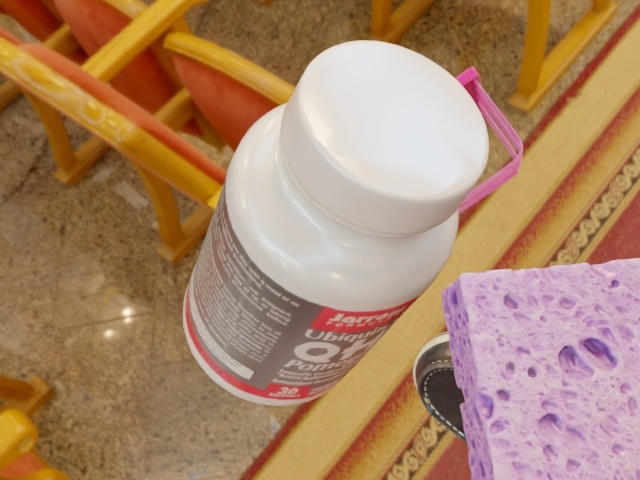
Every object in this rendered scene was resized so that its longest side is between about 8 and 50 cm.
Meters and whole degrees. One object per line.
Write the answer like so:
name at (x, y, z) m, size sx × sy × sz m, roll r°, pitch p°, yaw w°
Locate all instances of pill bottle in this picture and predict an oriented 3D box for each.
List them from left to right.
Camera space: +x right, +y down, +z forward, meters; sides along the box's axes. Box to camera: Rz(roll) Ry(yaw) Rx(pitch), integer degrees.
pill bottle at (0.000, 0.000, 0.598) m, size 0.176 × 0.318 × 0.176 m, roll 9°, pitch 57°, yaw -15°

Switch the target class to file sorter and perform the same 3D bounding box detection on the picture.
file sorter at (0.253, -0.161, 1.397) m, size 0.202 × 0.291 × 0.182 m, roll -35°, pitch 82°, yaw 11°

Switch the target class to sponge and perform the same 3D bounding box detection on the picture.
sponge at (0.126, 0.114, 0.325) m, size 0.117 × 0.031 × 0.210 m, roll -3°, pitch 73°, yaw -13°

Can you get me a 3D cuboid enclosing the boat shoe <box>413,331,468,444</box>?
boat shoe at (0.271, 0.235, 0.758) m, size 0.156 × 0.186 × 0.500 m, roll -26°, pitch 37°, yaw -33°
